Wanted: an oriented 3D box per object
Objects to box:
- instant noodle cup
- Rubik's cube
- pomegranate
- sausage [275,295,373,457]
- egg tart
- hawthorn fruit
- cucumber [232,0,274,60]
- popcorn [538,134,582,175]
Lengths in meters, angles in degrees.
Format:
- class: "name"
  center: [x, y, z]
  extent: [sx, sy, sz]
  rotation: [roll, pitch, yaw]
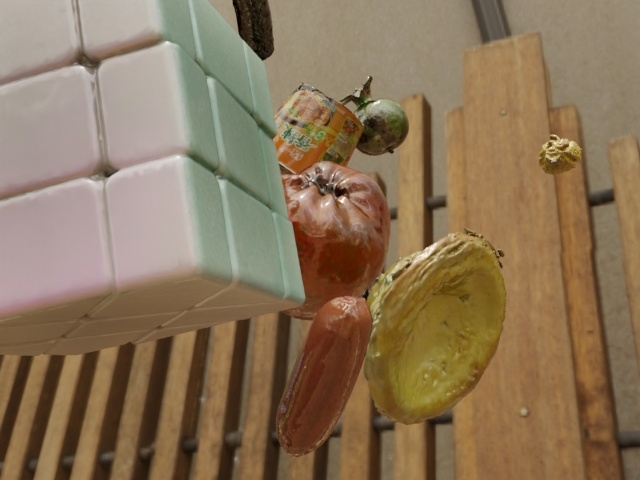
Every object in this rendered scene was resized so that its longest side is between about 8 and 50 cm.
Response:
- class: "instant noodle cup"
  center: [-0.024, -0.214, 1.718]
  extent: [0.230, 0.182, 0.230]
  rotation: [34, -2, 2]
- class: "Rubik's cube"
  center: [-0.225, -0.063, 0.835]
  extent: [0.318, 0.316, 0.322]
  rotation: [-14, -11, 13]
- class: "pomegranate"
  center: [0.121, -0.274, 1.823]
  extent: [0.169, 0.148, 0.148]
  rotation: [49, -45, -9]
- class: "sausage"
  center: [0.004, 0.149, 0.882]
  extent: [0.077, 0.077, 0.194]
  rotation: [17, -76, -19]
- class: "egg tart"
  center: [0.155, 0.125, 1.200]
  extent: [0.120, 0.315, 0.315]
  rotation: [25, -12, 44]
- class: "hawthorn fruit"
  center: [0.000, 0.000, 1.384]
  extent: [0.284, 0.285, 0.284]
  rotation: [4, -32, 2]
- class: "cucumber"
  center: [-0.102, -0.334, 1.156]
  extent: [0.058, 0.052, 0.215]
  rotation: [-26, -17, -7]
- class: "popcorn"
  center: [0.473, -0.166, 1.596]
  extent: [0.084, 0.084, 0.084]
  rotation: [4, -32, 2]
